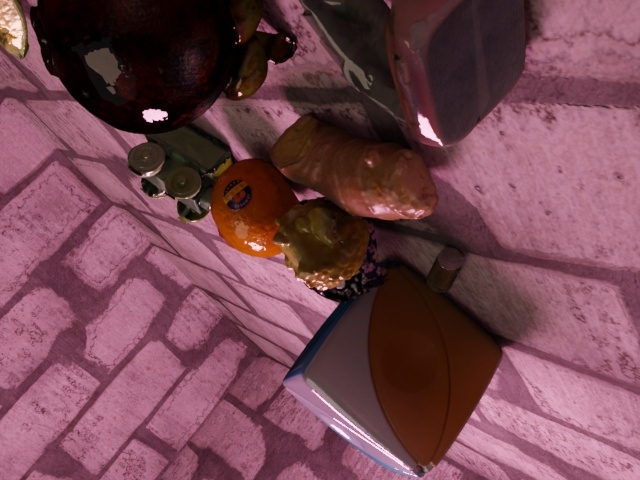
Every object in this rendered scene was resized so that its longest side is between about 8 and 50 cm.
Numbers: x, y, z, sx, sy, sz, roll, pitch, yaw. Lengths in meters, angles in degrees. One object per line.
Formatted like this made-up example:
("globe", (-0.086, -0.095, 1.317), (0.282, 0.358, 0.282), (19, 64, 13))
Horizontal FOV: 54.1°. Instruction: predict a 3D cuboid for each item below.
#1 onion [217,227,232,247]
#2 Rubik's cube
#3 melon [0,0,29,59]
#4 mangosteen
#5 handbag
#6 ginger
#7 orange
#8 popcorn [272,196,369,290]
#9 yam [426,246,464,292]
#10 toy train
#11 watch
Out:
("onion", (-0.164, -0.053, 1.574), (0.194, 0.160, 0.159), (-1, 150, 10))
("Rubik's cube", (0.151, 0.291, 1.428), (0.352, 0.347, 0.351), (39, 161, 0))
("melon", (-0.836, -0.609, 1.564), (0.196, 0.124, 0.323), (26, 163, 37))
("mangosteen", (-0.226, -0.315, 0.916), (0.306, 0.359, 0.306), (47, 146, 46))
("handbag", (0.031, 0.018, 1.277), (0.228, 0.126, 0.208), (11, 107, 51))
("ginger", (0.048, -0.119, 1.044), (0.354, 0.126, 0.190), (30, 170, 32))
("orange", (-0.139, -0.069, 1.371), (0.219, 0.193, 0.219), (43, -164, -15))
("popcorn", (-0.002, 0.000, 1.114), (0.173, 0.173, 0.142), (43, -172, -11))
("yam", (0.237, 0.059, 1.197), (0.054, 0.054, 0.132), (34, 160, 14))
("toy train", (-0.337, -0.175, 1.527), (0.271, 0.188, 0.159), (31, 160, 15))
("watch", (0.073, -0.244, 0.671), (0.241, 0.162, 0.253), (35, 162, 36))
